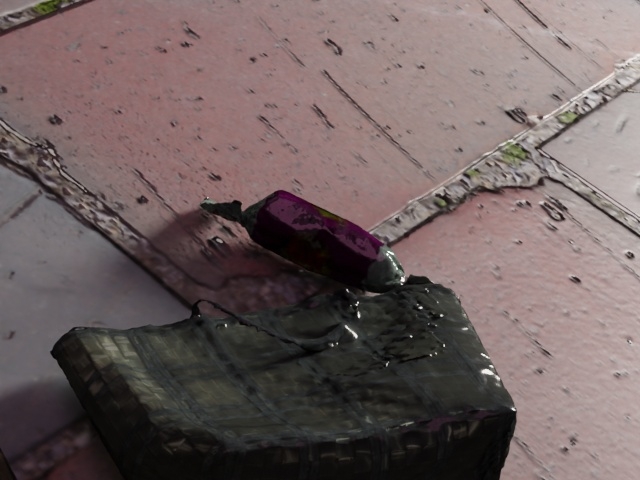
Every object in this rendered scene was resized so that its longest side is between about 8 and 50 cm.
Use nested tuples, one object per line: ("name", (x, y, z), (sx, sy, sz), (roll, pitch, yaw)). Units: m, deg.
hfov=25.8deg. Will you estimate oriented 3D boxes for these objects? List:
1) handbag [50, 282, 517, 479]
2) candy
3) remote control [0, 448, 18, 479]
("handbag", (-0.008, 0.091, 0.815), (0.270, 0.088, 0.175), (-5, 37, -24))
("candy", (0.000, 0.000, 0.940), (0.175, 0.045, 0.043), (25, 75, 6))
("remote control", (-0.163, 0.166, 0.710), (0.059, 0.028, 0.212), (-17, 51, -28))
